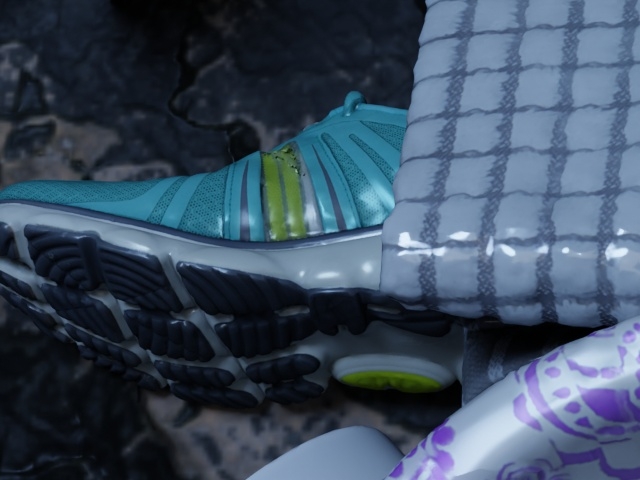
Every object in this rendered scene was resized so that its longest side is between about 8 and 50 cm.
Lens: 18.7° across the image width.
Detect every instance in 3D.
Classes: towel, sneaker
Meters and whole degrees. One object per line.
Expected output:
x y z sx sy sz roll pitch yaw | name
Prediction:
0.159 -0.055 0.632 0.235 0.121 0.284 -2 48 15 | towel
0.000 0.000 0.768 0.275 0.107 0.110 1 54 10 | sneaker

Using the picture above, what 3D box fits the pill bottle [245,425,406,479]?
0.063 0.206 0.636 0.160 0.160 0.283 -43 68 -2 | pill bottle

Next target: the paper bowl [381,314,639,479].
0.127 0.161 0.463 0.284 0.148 0.284 -5 74 16 | paper bowl
